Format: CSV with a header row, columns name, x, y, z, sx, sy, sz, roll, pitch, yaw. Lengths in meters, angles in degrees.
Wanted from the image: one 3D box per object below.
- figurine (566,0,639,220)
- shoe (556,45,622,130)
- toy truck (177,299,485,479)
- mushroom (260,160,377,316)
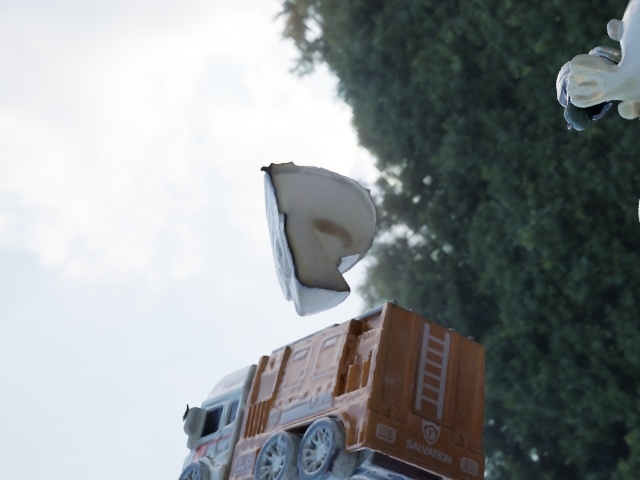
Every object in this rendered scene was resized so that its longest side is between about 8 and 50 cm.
name,x,y,z,sx,sy,sz,roll,pitch,yaw
figurine,0.452,-0.156,1.438,0.275,0.394,0.227,4,-169,23
shoe,0.365,-0.197,1.548,0.071,0.169,0.099,27,-106,-8
toy truck,0.001,0.206,1.212,0.173,0.388,0.206,26,-122,-28
mushroom,0.008,0.008,1.789,0.162,0.173,0.236,-11,-117,-7
